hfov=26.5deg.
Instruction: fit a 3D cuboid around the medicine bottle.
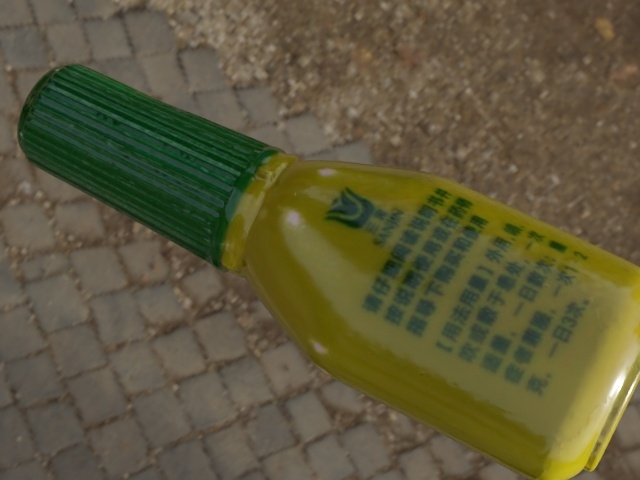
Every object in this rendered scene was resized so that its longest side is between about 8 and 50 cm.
[{"bbox_3d":[0.000,0.000,0.525,0.260,0.064,0.095,26,63,14],"label":"medicine bottle"}]
